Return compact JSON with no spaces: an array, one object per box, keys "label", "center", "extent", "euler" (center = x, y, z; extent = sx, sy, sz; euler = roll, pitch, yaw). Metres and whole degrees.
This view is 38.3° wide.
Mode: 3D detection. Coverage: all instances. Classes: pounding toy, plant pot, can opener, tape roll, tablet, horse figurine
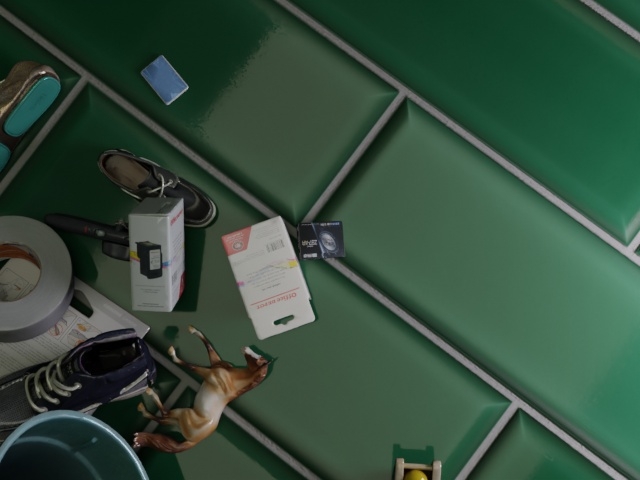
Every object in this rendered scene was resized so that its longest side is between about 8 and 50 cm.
[{"label":"pounding toy","center":[0.125,0.505,1.567],"extent":[0.154,0.154,0.270],"euler":[3,85,3]},{"label":"plant pot","center":[-0.500,0.487,1.494],"extent":[0.334,0.341,0.341],"euler":[-25,84,30]},{"label":"can opener","center":[-0.418,-0.018,1.687],"extent":[0.186,0.059,0.073],"euler":[18,87,4]},{"label":"tape roll","center":[-0.553,0.068,1.641],"extent":[0.219,0.072,0.219],"euler":[4,65,-9]},{"label":"tablet","center":[-0.293,-0.301,1.729],"extent":[0.054,0.006,0.083],"euler":[-39,84,0]},{"label":"horse figurine","center":[-0.222,0.280,1.650],"extent":[0.174,0.066,0.263],"euler":[32,85,11]}]

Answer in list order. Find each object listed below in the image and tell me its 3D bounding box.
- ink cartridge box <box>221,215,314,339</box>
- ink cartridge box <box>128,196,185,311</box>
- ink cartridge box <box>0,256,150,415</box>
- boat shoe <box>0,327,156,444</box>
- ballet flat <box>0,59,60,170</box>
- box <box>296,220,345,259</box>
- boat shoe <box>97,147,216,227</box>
[{"label":"ink cartridge box","center":[-0.090,0.069,1.658],"extent":[0.115,0.067,0.198],"euler":[-19,83,1]},{"label":"ink cartridge box","center":[-0.285,0.021,1.615],"extent":[0.072,0.127,0.175],"euler":[2,106,4]},{"label":"ink cartridge box","center":[-0.505,0.188,1.673],"extent":[0.296,0.066,0.261],"euler":[33,63,5]},{"label":"boat shoe","center":[-0.442,0.236,1.537],"extent":[0.340,0.158,0.127],"euler":[-21,70,-19]},{"label":"ballet flat","center":[-0.610,-0.206,1.704],"extent":[0.106,0.107,0.316],"euler":[38,83,25]},{"label":"box","center":[0.000,0.000,1.672],"extent":[0.083,0.018,0.067],"euler":[-3,85,-14]},{"label":"boat shoe","center":[-0.300,-0.094,1.678],"extent":[0.233,0.079,0.084],"euler":[30,86,4]}]
